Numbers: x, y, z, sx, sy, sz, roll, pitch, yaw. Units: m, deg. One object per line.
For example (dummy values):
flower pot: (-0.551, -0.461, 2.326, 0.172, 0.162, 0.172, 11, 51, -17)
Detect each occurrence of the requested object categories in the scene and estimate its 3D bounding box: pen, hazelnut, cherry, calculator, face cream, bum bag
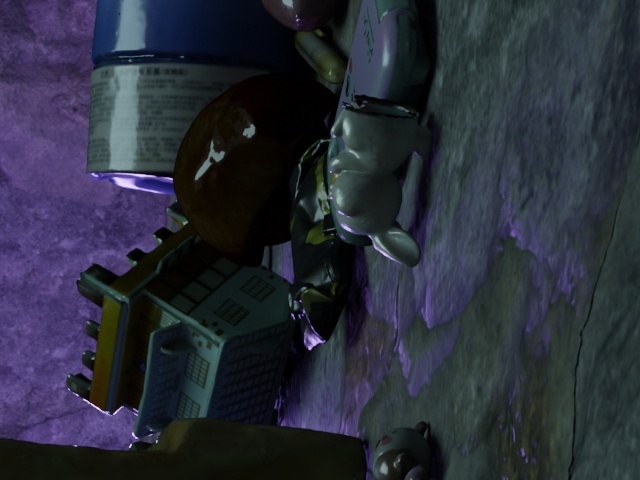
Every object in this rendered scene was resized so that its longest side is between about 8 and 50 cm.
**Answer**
pen: (0.002, -0.199, 1.692, 0.040, 0.032, 0.233, -58, 17, 9)
hazelnut: (-0.057, -0.078, 1.638, 0.201, 0.160, 0.170, -40, 31, 29)
cherry: (-0.020, -0.271, 1.695, 0.106, 0.087, 0.126, 112, 142, -52)
calculator: (0.046, -0.108, 1.360, 0.141, 0.045, 0.246, -96, 15, -49)
face cream: (-0.146, -0.164, 1.863, 0.249, 0.249, 0.225, 171, 105, -79)
bum bag: (0.000, 0.000, 1.503, 0.232, 0.060, 0.107, -88, 19, -44)

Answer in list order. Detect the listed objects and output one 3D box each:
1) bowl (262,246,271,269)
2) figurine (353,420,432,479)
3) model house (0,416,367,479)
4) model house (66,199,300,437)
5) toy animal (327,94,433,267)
bowl: (-0.143, 0.073, 2.064, 0.238, 0.126, 0.238, -176, 90, -80)
figurine: (0.042, 0.220, 1.119, 0.205, 0.103, 0.260, -49, -6, -23)
model house: (-0.183, 0.329, 1.415, 0.342, 0.382, 0.335, 139, 138, -67)
model house: (-0.135, 0.111, 1.750, 0.198, 0.215, 0.224, -39, -27, -45)
toy animal: (0.040, -0.047, 1.253, 0.071, 0.085, 0.124, -121, 41, -74)
